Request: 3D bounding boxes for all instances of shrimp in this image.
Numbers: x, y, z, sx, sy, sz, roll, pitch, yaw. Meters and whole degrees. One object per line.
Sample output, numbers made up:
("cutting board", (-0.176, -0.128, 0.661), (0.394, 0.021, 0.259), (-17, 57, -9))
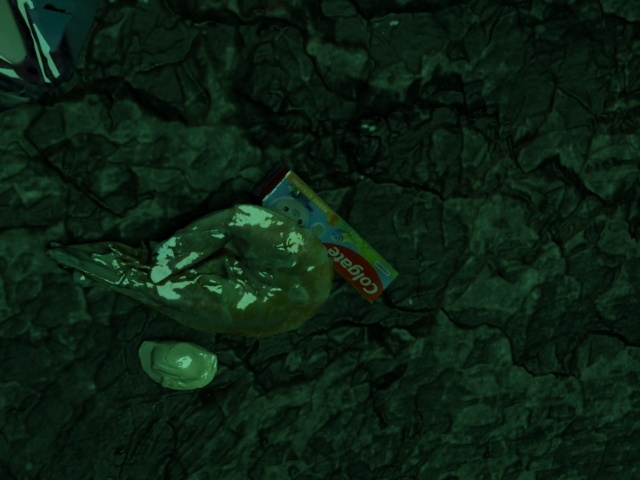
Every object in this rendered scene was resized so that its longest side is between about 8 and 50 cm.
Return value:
("shrimp", (-0.130, 0.023, 1.239), (0.317, 0.062, 0.164), (13, 116, -21))

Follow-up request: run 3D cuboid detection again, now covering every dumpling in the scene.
("dumpling", (-0.158, 0.138, 1.275), (0.076, 0.052, 0.057), (6, 90, -28))

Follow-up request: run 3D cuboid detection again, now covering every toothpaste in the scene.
("toothpaste", (0.000, 0.000, 1.314), (0.070, 0.044, 0.193), (-48, 117, -2))

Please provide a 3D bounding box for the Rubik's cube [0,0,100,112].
("Rubik's cube", (-0.331, -0.285, 0.897), (0.307, 0.305, 0.310), (26, 74, -29))
